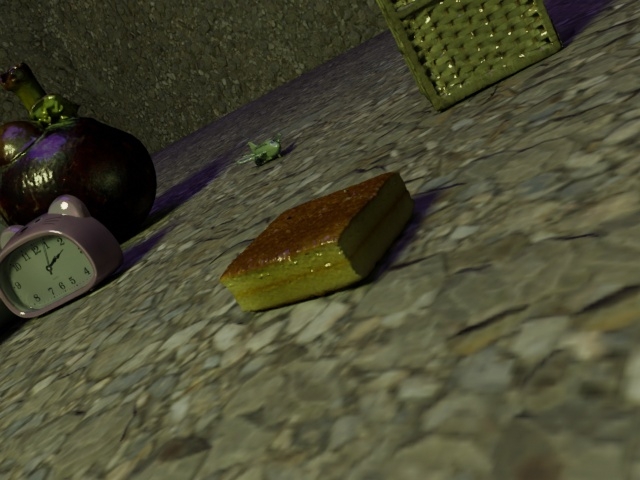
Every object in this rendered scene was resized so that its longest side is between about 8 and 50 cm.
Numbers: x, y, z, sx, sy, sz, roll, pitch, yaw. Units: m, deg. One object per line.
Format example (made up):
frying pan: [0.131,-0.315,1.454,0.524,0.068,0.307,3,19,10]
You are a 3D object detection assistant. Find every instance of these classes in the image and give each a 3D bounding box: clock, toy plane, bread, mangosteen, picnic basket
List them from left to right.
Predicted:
clock: [-0.316,0.021,0.711,0.152,0.110,0.050,-25,15,20]
mangosteen: [-0.375,-0.122,0.910,0.231,0.289,0.231,-11,18,4]
toy plane: [-0.077,-0.127,0.865,0.080,0.033,0.083,-38,25,-26]
bread: [0.000,0.000,0.369,0.094,0.035,0.090,-18,20,36]
picnic basket: [0.122,-0.253,0.608,0.134,0.196,0.154,-27,17,14]

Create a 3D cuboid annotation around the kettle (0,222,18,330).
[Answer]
kettle: [-0.476,0.058,0.698,0.161,0.221,0.236,1,27,16]
